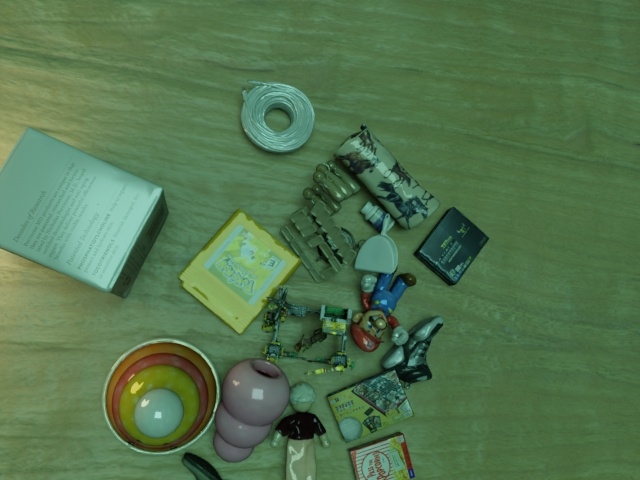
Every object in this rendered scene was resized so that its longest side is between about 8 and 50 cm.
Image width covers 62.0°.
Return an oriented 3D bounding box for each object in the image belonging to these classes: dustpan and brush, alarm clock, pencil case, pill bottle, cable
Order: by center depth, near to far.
[{"bbox_3d":[0.207,0.006,1.831,0.147,0.060,0.211,7,84,27],"label":"dustpan and brush"},{"bbox_3d":[0.076,0.017,1.859,0.192,0.064,0.129,-1,81,-16],"label":"alarm clock"},{"bbox_3d":[-0.151,-0.427,1.869,0.257,0.089,0.256,0,81,-14],"label":"cable"},{"bbox_3d":[0.236,-0.212,1.875,0.410,0.183,0.160,45,110,-6],"label":"pencil case"},{"bbox_3d":[0.200,-0.083,1.899,0.120,0.067,0.067,41,74,-4],"label":"pill bottle"}]

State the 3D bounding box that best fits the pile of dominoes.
[{"bbox_3d":[0.000,0.000,1.791,0.251,0.196,0.040,56,29,-10],"label":"pile of dominoes"}]

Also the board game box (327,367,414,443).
[{"bbox_3d":[0.165,0.543,1.759,0.244,0.042,0.165,-22,86,3],"label":"board game box"}]

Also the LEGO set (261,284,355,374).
[{"bbox_3d":[-0.034,0.297,1.683,0.332,0.192,0.254,16,82,2],"label":"LEGO set"}]

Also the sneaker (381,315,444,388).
[{"bbox_3d":[0.349,0.388,1.839,0.269,0.101,0.153,-39,91,-10],"label":"sneaker"}]

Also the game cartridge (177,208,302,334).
[{"bbox_3d":[-0.268,0.102,1.769,0.285,0.053,0.323,40,73,-4],"label":"game cartridge"}]

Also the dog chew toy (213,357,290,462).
[{"bbox_3d":[-0.225,0.527,1.618,0.207,0.206,0.331,21,104,-9],"label":"dog chew toy"}]

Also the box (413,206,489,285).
[{"bbox_3d":[0.480,0.021,1.949,0.183,0.059,0.232,41,74,-2],"label":"box"}]

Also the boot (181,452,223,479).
[{"bbox_3d":[-0.362,0.780,1.619,0.246,0.083,0.161,41,80,-2],"label":"boot"}]

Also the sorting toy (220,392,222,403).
[{"bbox_3d":[-0.281,0.512,1.715,0.083,0.012,0.062,35,75,-5],"label":"sorting toy"}]

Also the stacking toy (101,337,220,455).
[{"bbox_3d":[-0.443,0.443,1.448,0.351,0.480,0.350,2,80,-12],"label":"stacking toy"}]

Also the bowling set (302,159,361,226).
[{"bbox_3d":[0.001,-0.155,1.816,0.154,0.287,0.200,45,108,4],"label":"bowling set"}]

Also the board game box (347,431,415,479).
[{"bbox_3d":[0.202,0.739,1.769,0.194,0.045,0.146,-14,84,-15],"label":"board game box"}]

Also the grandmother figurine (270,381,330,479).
[{"bbox_3d":[-0.067,0.631,1.705,0.208,0.104,0.342,13,73,-38],"label":"grandmother figurine"}]

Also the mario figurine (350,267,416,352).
[{"bbox_3d":[0.218,0.228,1.792,0.198,0.170,0.320,18,65,25],"label":"mario figurine"}]

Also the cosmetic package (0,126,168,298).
[{"bbox_3d":[-0.699,-0.060,1.555,0.394,0.329,0.327,25,77,-7],"label":"cosmetic package"}]
